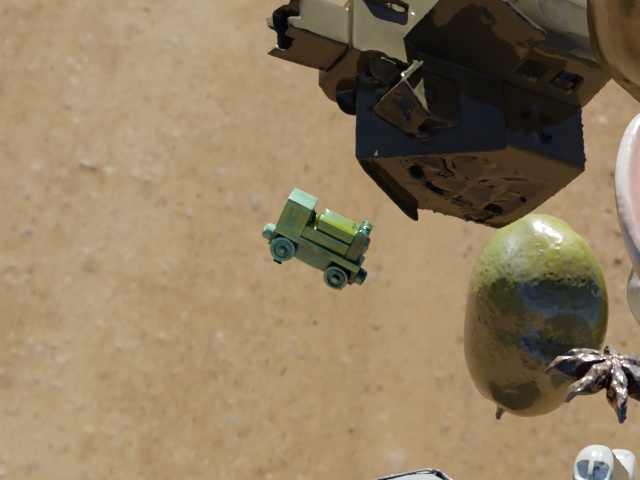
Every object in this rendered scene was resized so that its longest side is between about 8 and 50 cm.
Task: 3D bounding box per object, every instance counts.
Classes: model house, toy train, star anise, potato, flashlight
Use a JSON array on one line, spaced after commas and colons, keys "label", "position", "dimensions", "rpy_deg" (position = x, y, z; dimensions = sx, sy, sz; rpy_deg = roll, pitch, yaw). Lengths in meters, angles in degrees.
[{"label": "model house", "position": [0.085, -0.151, 1.179], "dimensions": [0.243, 0.204, 0.211], "rpy_deg": [15, 57, -23]}, {"label": "toy train", "position": [0.000, 0.000, 1.587], "dimensions": [0.122, 0.081, 0.050], "rpy_deg": [25, 23, 3]}, {"label": "star anise", "position": [0.306, 0.144, 1.592], "dimensions": [0.141, 0.042, 0.141], "rpy_deg": [6, 21, -2]}, {"label": "potato", "position": [0.244, 0.096, 1.723], "dimensions": [0.159, 0.251, 0.174], "rpy_deg": [11, 14, -8]}, {"label": "flashlight", "position": [0.305, 0.262, 1.606], "dimensions": [0.047, 0.200, 0.093], "rpy_deg": [4, 76, 23]}]

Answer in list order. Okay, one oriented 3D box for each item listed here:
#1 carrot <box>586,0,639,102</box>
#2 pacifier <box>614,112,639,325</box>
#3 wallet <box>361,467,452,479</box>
[{"label": "carrot", "position": [0.296, -0.187, 0.768], "dimensions": [0.224, 0.341, 0.224], "rpy_deg": [39, 7, -6]}, {"label": "pacifier", "position": [0.320, -0.013, 1.017], "dimensions": [0.332, 0.220, 0.273], "rpy_deg": [-33, 28, -35]}, {"label": "wallet", "position": [0.144, 0.337, 1.725], "dimensions": [0.170, 0.069, 0.231], "rpy_deg": [-13, 34, -36]}]
